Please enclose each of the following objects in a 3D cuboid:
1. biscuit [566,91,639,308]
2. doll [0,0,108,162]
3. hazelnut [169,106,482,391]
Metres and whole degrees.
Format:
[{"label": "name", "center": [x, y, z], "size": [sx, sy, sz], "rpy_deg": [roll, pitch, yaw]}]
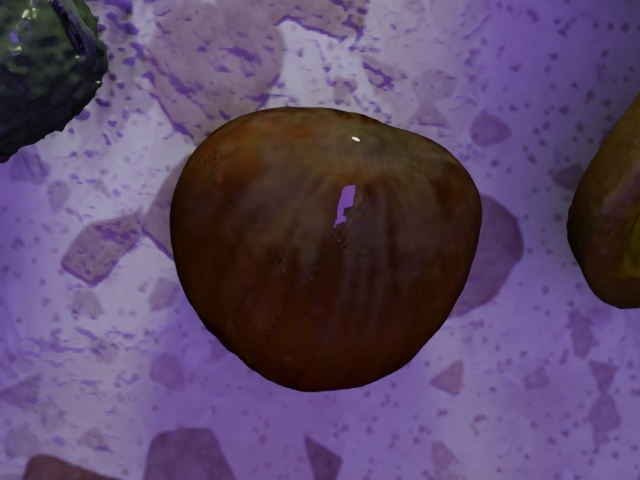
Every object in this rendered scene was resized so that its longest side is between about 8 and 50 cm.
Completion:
[{"label": "biscuit", "center": [0.344, -0.095, 0.851], "size": [0.350, 0.070, 0.394], "rpy_deg": [1, 135, -46]}, {"label": "doll", "center": [-0.291, -0.191, 0.801], "size": [0.247, 0.247, 0.349], "rpy_deg": [-41, 108, 0]}, {"label": "hazelnut", "center": [-0.001, 0.008, 0.868], "size": [0.210, 0.210, 0.186], "rpy_deg": [16, 91, -9]}]
